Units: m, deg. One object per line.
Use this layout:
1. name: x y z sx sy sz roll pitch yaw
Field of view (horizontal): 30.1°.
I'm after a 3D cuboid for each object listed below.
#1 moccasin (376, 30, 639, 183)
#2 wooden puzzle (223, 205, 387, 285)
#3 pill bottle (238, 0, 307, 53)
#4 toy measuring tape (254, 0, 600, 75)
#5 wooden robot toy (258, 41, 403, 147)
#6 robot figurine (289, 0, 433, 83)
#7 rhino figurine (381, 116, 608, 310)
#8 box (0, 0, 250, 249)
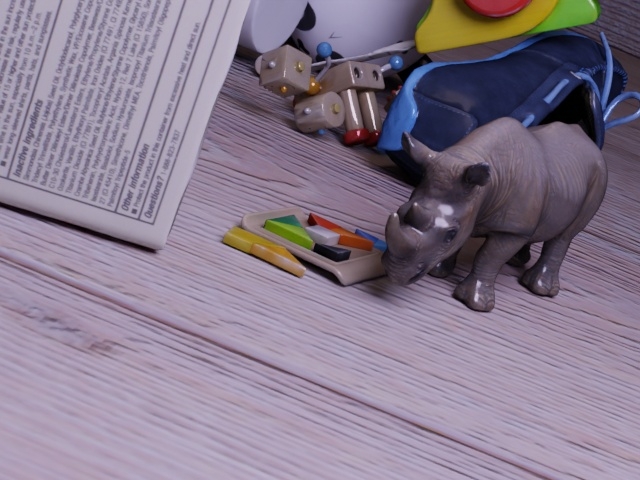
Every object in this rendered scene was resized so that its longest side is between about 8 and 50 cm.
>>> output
1. moccasin: 0.176 -0.085 0.982 0.117 0.138 0.342 35 36 25
2. wooden puzzle: 0.000 0.000 0.667 0.078 0.014 0.116 27 18 17
3. pill bottle: -0.129 -0.261 1.092 0.229 0.131 0.131 27 18 18
4. toy measuring tape: 0.094 -0.217 1.006 0.330 0.121 0.121 -8 9 19
5. wooden robot toy: 0.004 -0.109 0.951 0.079 0.076 0.173 -10 -6 40
6. robot figurine: 0.030 -0.263 1.225 0.209 0.174 0.278 8 20 -13
7. rhino figurine: 0.097 -0.021 0.687 0.073 0.106 0.243 30 19 28
8. box: -0.162 -0.112 0.584 0.232 0.149 0.127 18 18 -12
